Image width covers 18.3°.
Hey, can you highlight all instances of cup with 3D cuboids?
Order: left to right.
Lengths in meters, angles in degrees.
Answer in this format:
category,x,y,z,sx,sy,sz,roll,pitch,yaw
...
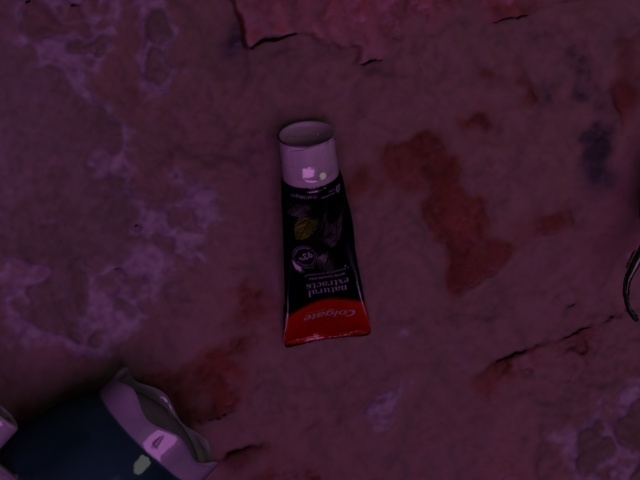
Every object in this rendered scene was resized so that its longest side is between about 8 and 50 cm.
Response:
category,x,y,z,sx,sy,sz,roll,pitch,yaw
cup,-0.176,0.196,1.551,0.173,0.167,0.299,-46,139,3

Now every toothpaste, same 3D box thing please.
category,x,y,z,sx,sy,sz,roll,pitch,yaw
toothpaste,0.000,0.000,1.549,0.071,0.045,0.193,-7,121,-5

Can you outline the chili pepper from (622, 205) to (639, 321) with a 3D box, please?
category,x,y,z,sx,sy,sz,roll,pitch,yaw
chili pepper,0.328,-0.064,1.552,0.279,0.065,0.122,-34,111,3
